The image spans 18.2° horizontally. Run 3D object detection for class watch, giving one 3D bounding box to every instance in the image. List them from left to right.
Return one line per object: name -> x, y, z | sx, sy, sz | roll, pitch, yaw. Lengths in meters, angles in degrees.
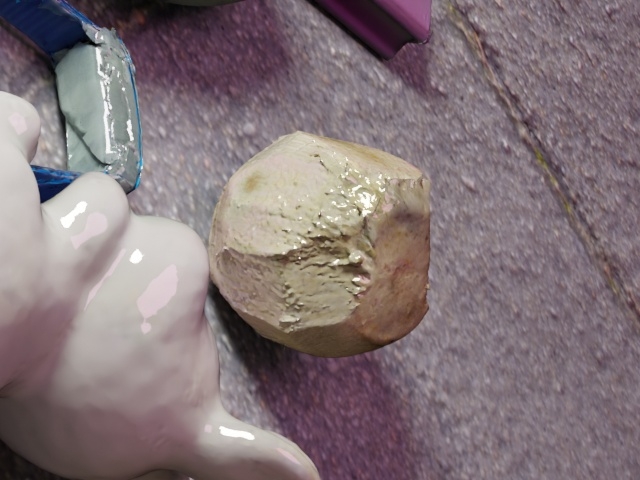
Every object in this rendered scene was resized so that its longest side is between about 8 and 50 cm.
watch -> -0.255, -0.152, 1.463 | 0.274, 0.068, 0.276 | 10, 61, -47

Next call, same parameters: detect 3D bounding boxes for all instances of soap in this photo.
soap -> 0.025, -0.279, 1.943 | 0.203, 0.065, 0.122 | 36, 42, -38

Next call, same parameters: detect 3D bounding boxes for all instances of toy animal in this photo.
toy animal -> -0.170, 0.090, 1.295 | 0.367, 0.196, 0.241 | 35, 50, -36

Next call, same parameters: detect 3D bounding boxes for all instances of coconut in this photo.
coconut -> 0.000, 0.003, 1.615 | 0.194, 0.194, 0.194 | 34, 43, -39

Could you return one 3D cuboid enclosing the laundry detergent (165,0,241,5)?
laundry detergent -> -0.167, -0.309, 1.594 | 0.398, 0.125, 0.264 | -21, 90, -63
